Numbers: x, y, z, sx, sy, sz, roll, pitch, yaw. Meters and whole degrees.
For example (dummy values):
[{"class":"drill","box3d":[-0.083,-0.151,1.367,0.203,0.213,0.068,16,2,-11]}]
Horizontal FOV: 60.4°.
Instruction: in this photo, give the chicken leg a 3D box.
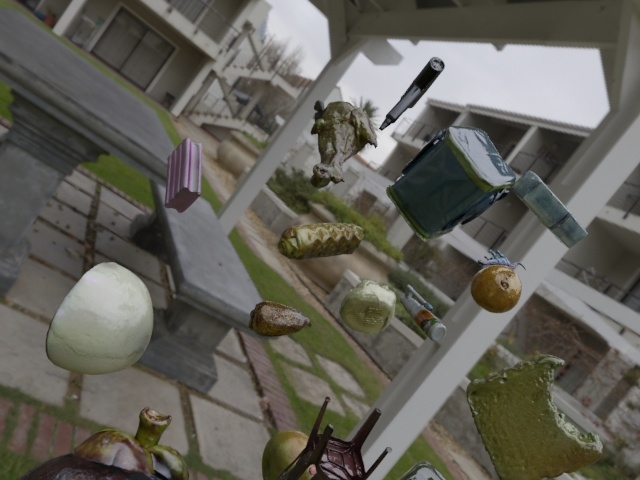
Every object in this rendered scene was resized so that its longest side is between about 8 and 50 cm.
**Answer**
[{"class":"chicken leg","box3d":[0.074,-0.296,1.711,0.140,0.211,0.361,81,6,-52]}]

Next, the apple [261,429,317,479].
[{"class":"apple","box3d":[-0.105,0.814,1.960,0.194,0.261,0.261,3,19,-21]}]

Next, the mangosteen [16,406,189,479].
[{"class":"mangosteen","box3d":[-0.315,0.431,0.785,0.297,0.297,0.313,37,10,-1]}]

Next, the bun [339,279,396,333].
[{"class":"bun","box3d":[0.182,0.242,2.076,0.229,0.229,0.145,35,37,-25]}]

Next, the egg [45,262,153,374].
[{"class":"egg","box3d":[-0.561,0.230,1.500,0.201,0.337,0.337,23,4,4]}]

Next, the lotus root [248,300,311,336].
[{"class":"lotus root","box3d":[-0.113,0.232,1.614,0.190,0.094,0.108,4,55,-13]}]

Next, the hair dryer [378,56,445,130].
[{"class":"hair dryer","box3d":[0.221,-0.358,1.395,0.050,0.195,0.173,40,-28,1]}]

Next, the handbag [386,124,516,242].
[{"class":"handbag","box3d":[0.338,-0.150,1.421,0.263,0.241,0.222,-17,70,-54]}]

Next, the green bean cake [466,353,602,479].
[{"class":"green bean cake","box3d":[0.458,0.386,1.199,0.124,0.233,0.236,26,43,-75]}]

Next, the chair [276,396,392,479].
[{"class":"chair","box3d":[0.023,0.604,1.482,0.183,0.326,0.175,23,20,-14]}]

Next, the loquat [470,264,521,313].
[{"class":"loquat","box3d":[0.486,0.132,1.512,0.141,0.141,0.141,37,5,-4]}]

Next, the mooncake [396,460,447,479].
[{"class":"mooncake","box3d":[0.216,0.781,1.518,0.187,0.351,0.351,53,10,20]}]

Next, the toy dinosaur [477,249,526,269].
[{"class":"toy dinosaur","box3d":[0.542,0.067,1.660,0.197,0.045,0.080,8,36,-29]}]

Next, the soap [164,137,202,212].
[{"class":"soap","box3d":[-0.411,-0.197,1.655,0.065,0.122,0.203,23,47,-36]}]

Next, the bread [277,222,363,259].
[{"class":"bread","box3d":[-0.001,0.000,1.400,0.098,0.087,0.269,8,8,40]}]

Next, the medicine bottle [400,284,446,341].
[{"class":"medicine bottle","box3d":[0.324,0.227,1.763,0.061,0.092,0.221,-2,23,-22]}]

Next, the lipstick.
[{"class":"lipstick","box3d":[0.628,-0.083,1.505,0.289,0.076,0.077,36,21,-34]}]
